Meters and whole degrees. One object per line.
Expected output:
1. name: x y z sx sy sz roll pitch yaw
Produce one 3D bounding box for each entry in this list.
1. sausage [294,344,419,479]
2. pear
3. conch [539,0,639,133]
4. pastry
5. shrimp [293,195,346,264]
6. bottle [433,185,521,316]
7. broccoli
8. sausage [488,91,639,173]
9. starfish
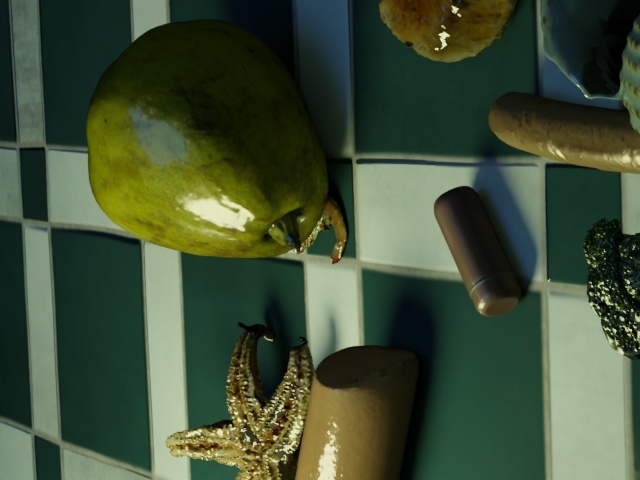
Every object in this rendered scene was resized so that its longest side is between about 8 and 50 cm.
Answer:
1. sausage: 0.037 0.241 2.105 0.123 0.123 0.252 40 127 51
2. pear: -0.129 -0.108 2.206 0.375 0.287 0.287 47 134 32
3. conch: 0.340 -0.203 1.423 0.303 0.215 0.319 36 94 46
4. pastry: 0.136 -0.283 1.876 0.182 0.093 0.192 55 140 46
5. shrimp: 0.000 0.000 2.231 0.114 0.023 0.083 -54 51 44
6. bottle: 0.165 0.011 1.912 0.053 0.053 0.140 -56 47 48
7. broccoli: 0.298 0.041 1.599 0.146 0.162 0.138 38 96 41
8. sausage: 0.259 -0.101 1.722 0.301 0.066 0.065 16 108 60
9. starfish: -0.079 0.251 2.328 0.312 0.113 0.303 -21 79 50
